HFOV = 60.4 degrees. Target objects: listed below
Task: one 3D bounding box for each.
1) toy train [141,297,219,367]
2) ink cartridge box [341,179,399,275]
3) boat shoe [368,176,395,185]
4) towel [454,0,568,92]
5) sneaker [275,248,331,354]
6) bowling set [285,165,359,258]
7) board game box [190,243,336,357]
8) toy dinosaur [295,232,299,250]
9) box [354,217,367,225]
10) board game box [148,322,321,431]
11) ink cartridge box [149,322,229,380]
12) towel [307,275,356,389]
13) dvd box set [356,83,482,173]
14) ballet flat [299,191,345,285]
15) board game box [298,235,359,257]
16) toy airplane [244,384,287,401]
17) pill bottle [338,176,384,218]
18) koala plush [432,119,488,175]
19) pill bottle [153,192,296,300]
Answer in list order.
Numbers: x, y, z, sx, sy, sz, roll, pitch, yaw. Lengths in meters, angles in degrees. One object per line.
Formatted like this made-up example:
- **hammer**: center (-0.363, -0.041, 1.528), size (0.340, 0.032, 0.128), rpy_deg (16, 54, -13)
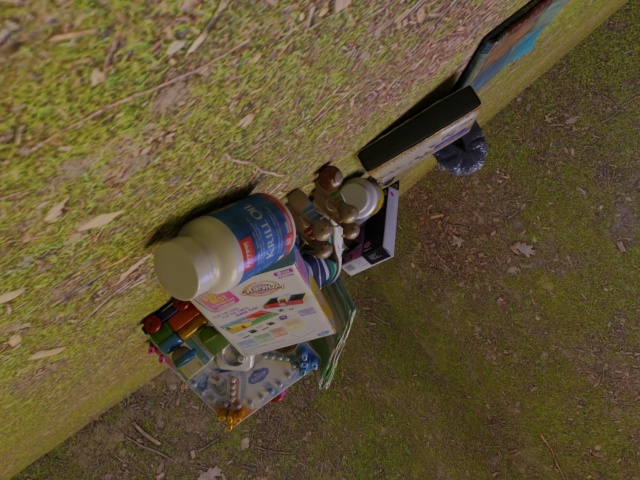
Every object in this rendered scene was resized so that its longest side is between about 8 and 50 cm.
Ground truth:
- **toy train**: center (-0.298, 0.188, 1.352), size (0.248, 0.143, 0.105), rpy_deg (-37, 176, -2)
- **ink cartridge box**: center (0.172, -0.063, 1.842), size (0.175, 0.069, 0.371), rpy_deg (-28, -148, 34)
- **boat shoe**: center (0.220, -0.215, 1.853), size (0.049, 0.056, 0.152), rpy_deg (-35, 178, 39)
- **towel**: center (0.450, -0.461, 1.290), size (0.271, 0.040, 0.370), rpy_deg (-38, 175, -1)
- **sneaker**: center (-0.051, 0.154, 1.428), size (0.153, 0.099, 0.282), rpy_deg (-42, 150, -59)
- **bowling set**: center (0.004, -0.052, 1.211), size (0.287, 0.154, 0.200), rpy_deg (-35, 175, -37)
- **board game box**: center (-0.122, 0.141, 1.216), size (0.242, 0.064, 0.316), rpy_deg (-16, 141, 7)
- **toy dinosaur**: center (-0.116, 0.054, 1.485), size (0.218, 0.164, 0.322), rpy_deg (-53, 157, -12)
- **box**: center (0.060, -0.063, 1.777), size (0.203, 0.114, 0.103), rpy_deg (-40, 175, 18)
- **board game box**: center (-0.264, 0.349, 1.674), size (0.390, 0.390, 0.050), rpy_deg (-38, -168, 13)
- **ink cartridge box**: center (-0.363, 0.276, 1.543), size (0.235, 0.171, 0.056), rpy_deg (-41, 180, 38)
- **towel**: center (0.017, 0.268, 1.724), size (0.038, 0.248, 0.325), rpy_deg (4, 121, -22)
- **dvd box set**: center (0.260, -0.262, 1.452), size (0.307, 0.062, 0.420), rpy_deg (-31, 177, 12)
- **ballet flat**: center (0.019, 0.000, 1.542), size (0.139, 0.139, 0.400), rpy_deg (-36, 157, -22)
- **board game box**: center (0.000, 0.000, 1.668), size (0.136, 0.030, 0.259), rpy_deg (-36, 144, 17)
- **toy airplane**: center (-0.200, 0.307, 1.891), size (0.272, 0.385, 0.386), rpy_deg (-11, -153, -26)
- **pill bottle**: center (0.114, -0.122, 1.582), size (0.117, 0.117, 0.215), rpy_deg (-39, 175, 14)
- **koala plush**: center (0.444, -0.301, 1.799), size (0.196, 0.203, 0.221), rpy_deg (-38, 176, 9)
- **pill bottle**: center (-0.147, 0.010, 0.866), size (0.124, 0.124, 0.221), rpy_deg (-41, 175, 39)
